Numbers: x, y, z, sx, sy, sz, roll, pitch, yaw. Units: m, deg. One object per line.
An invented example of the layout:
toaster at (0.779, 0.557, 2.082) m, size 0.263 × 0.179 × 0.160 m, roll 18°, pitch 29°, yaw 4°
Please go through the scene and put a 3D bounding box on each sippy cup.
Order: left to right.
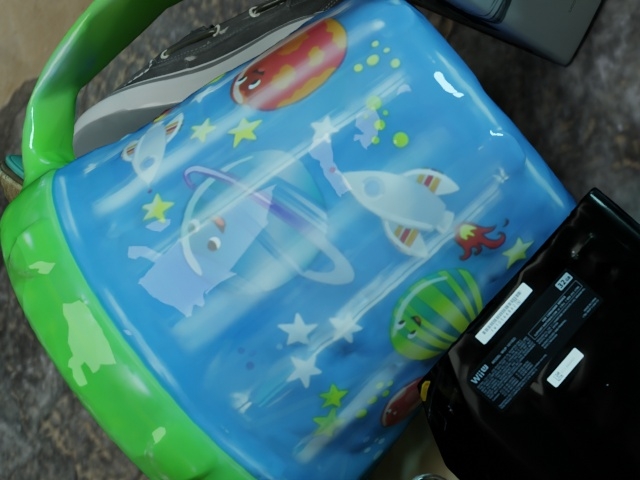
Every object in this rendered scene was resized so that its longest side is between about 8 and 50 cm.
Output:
sippy cup at (0.000, 0.000, 0.689) m, size 0.224 × 0.305 × 0.240 m, roll -39°, pitch 23°, yaw 9°

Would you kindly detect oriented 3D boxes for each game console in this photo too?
game console at (0.227, 0.014, 0.572) m, size 0.213 × 0.044 × 0.361 m, roll 43°, pitch 91°, yaw 7°

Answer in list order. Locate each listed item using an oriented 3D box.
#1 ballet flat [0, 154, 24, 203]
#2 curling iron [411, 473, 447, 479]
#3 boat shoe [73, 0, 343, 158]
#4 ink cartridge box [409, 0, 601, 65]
ballet flat at (-0.150, -0.006, 0.896) m, size 0.206 × 0.073 × 0.067 m, roll 19°, pitch 103°, yaw 43°
curling iron at (0.121, 0.214, 0.579) m, size 0.068 × 0.035 × 0.274 m, roll -40°, pitch 82°, yaw -14°
boat shoe at (-0.062, -0.105, 0.855) m, size 0.229 × 0.080 × 0.076 m, roll -22°, pitch 47°, yaw 34°
ink cartridge box at (0.044, -0.179, 0.707) m, size 0.153 × 0.208 × 0.086 m, roll 32°, pitch 99°, yaw 40°
